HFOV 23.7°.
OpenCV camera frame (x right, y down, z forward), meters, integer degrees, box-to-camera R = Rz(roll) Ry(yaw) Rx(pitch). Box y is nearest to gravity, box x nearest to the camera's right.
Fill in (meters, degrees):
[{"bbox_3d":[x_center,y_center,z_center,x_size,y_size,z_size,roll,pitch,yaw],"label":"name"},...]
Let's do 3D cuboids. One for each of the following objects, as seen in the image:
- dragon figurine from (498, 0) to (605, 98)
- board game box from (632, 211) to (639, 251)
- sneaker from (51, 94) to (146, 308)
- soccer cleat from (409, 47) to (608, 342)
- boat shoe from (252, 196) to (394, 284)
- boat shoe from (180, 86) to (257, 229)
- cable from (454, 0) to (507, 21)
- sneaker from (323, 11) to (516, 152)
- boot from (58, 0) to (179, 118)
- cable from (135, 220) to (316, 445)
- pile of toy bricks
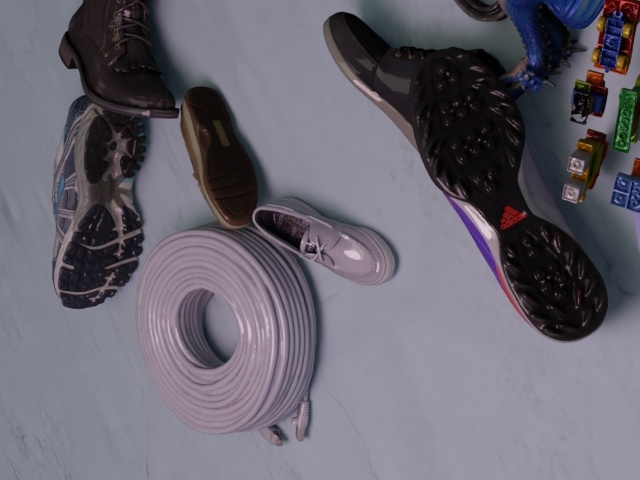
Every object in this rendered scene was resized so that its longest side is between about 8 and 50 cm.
[{"bbox_3d":[0.234,-0.258,1.433,0.144,0.085,0.289,33,133,-7],"label":"dragon figurine"},{"bbox_3d":[0.399,0.018,1.411,0.211,0.039,0.160,-9,92,41],"label":"board game box"},{"bbox_3d":[-0.292,-0.052,1.953,0.122,0.110,0.283,34,116,51],"label":"sneaker"},{"bbox_3d":[0.180,-0.040,1.519,0.108,0.116,0.318,-29,83,-1],"label":"soccer cleat"},{"bbox_3d":[0.000,0.000,1.723,0.184,0.063,0.066,34,117,31],"label":"boat shoe"},{"bbox_3d":[-0.125,-0.088,1.813,0.072,0.068,0.190,-52,46,50],"label":"boat shoe"},{"bbox_3d":[0.094,-0.340,1.580,0.139,0.072,0.287,-30,77,31],"label":"cable"},{"bbox_3d":[0.107,-0.186,1.603,0.222,0.083,0.118,48,119,13],"label":"sneaker"},{"bbox_3d":[-0.230,-0.288,1.838,0.263,0.091,0.229,42,121,40],"label":"boot"},{"bbox_3d":[-0.118,0.105,1.822,0.257,0.089,0.257,21,110,36],"label":"cable"},{"bbox_3d":[0.301,-0.132,1.429,0.118,0.105,0.212,19,125,21],"label":"pile of toy bricks"}]
